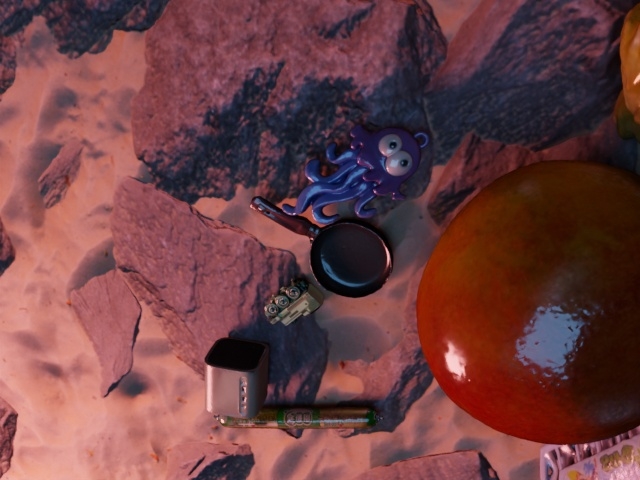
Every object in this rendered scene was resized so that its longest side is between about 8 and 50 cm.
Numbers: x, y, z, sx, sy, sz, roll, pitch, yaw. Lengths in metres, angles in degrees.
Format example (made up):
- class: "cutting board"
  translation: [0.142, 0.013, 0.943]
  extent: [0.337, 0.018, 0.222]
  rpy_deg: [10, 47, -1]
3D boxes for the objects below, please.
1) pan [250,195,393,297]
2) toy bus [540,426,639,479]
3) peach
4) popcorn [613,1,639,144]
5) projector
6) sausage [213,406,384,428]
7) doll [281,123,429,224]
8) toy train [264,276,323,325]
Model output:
- class: "pan"
  translation: [0.000, -0.002, 0.988]
  extent: [0.212, 0.040, 0.115]
  rpy_deg: [32, 117, -8]
- class: "toy bus"
  translation: [0.391, 0.272, 0.903]
  extent: [0.109, 0.136, 0.330]
  rpy_deg: [-2, 150, -24]
- class: "peach"
  translation: [0.272, 0.065, 0.823]
  extent: [0.332, 0.308, 0.308]
  rpy_deg: [-37, 101, 19]
- class: "popcorn"
  translation: [0.402, -0.147, 0.736]
  extent: [0.233, 0.192, 0.266]
  rpy_deg: [17, 161, -11]
- class: "projector"
  translation: [-0.122, 0.199, 1.080]
  extent: [0.083, 0.083, 0.082]
  rpy_deg: [8, 114, 10]
- class: "sausage"
  translation: [-0.036, 0.268, 1.119]
  extent: [0.269, 0.033, 0.033]
  rpy_deg: [-3, 112, 14]
- class: "doll"
  translation: [0.044, -0.080, 0.926]
  extent: [0.205, 0.067, 0.110]
  rpy_deg: [-30, 94, 11]
- class: "toy train"
  translation: [-0.040, 0.089, 1.042]
  extent: [0.053, 0.033, 0.083]
  rpy_deg: [44, 115, -12]
